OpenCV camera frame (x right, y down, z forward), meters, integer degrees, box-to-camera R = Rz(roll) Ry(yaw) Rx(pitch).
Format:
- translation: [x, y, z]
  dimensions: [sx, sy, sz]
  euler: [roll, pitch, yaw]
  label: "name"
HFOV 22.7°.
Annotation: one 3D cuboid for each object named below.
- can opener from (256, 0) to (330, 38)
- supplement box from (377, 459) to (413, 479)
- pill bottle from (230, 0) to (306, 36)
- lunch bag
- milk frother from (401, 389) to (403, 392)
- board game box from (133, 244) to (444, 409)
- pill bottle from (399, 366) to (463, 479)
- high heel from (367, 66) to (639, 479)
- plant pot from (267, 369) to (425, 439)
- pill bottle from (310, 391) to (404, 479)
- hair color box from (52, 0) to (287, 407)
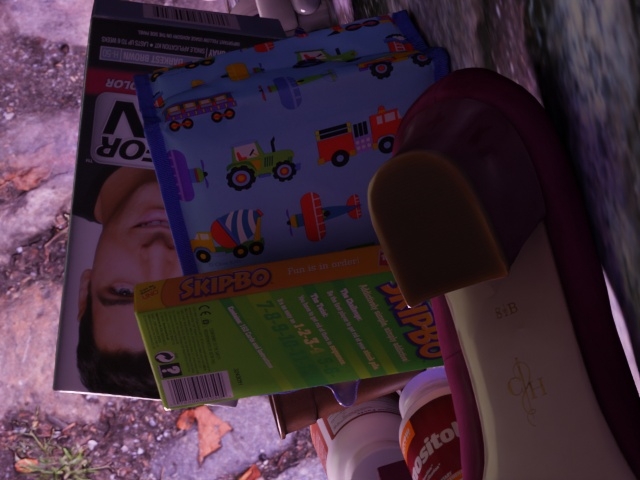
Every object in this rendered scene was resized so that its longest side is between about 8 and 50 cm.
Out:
- translation: [-0.016, -0.198, 1.687]
  dimensions: [0.093, 0.074, 0.280]
  euler: [-139, 35, -80]
  label: "can opener"
- translation: [0.113, 0.313, 1.658]
  dimensions: [0.188, 0.081, 0.104]
  euler: [83, 172, -53]
  label: "supplement box"
- translation: [-0.049, -0.204, 1.832]
  dimensions: [0.186, 0.112, 0.112]
  euler: [-109, 7, -47]
  label: "pill bottle"
- translation: [0.000, 0.000, 1.221]
  dimensions: [0.138, 0.221, 0.293]
  euler: [-114, 11, -65]
  label: "lunch bag"
- translation: [0.022, 0.131, 1.843]
  dimensions: [0.129, 0.135, 0.143]
  euler: [36, -149, -45]
  label: "milk frother"
- translation: [0.002, 0.060, 1.170]
  dimensions: [0.124, 0.259, 0.039]
  euler: [81, -178, -49]
  label: "board game box"
- translation: [0.110, 0.169, 1.246]
  dimensions: [0.152, 0.086, 0.086]
  euler: [-112, 9, -56]
  label: "pill bottle"
- translation: [0.136, 0.089, 0.879]
  dimensions: [0.181, 0.127, 0.377]
  euler: [-47, -56, -61]
  label: "high heel"
- translation: [0.016, 0.111, 1.688]
  dimensions: [0.167, 0.165, 0.167]
  euler: [166, 90, -85]
  label: "plant pot"
- translation: [0.060, 0.242, 1.822]
  dimensions: [0.216, 0.121, 0.121]
  euler: [-122, 18, -74]
  label: "pill bottle"
- translation: [-0.150, -0.035, 1.553]
  dimensions: [0.113, 0.185, 0.374]
  euler: [-109, 26, -71]
  label: "hair color box"
